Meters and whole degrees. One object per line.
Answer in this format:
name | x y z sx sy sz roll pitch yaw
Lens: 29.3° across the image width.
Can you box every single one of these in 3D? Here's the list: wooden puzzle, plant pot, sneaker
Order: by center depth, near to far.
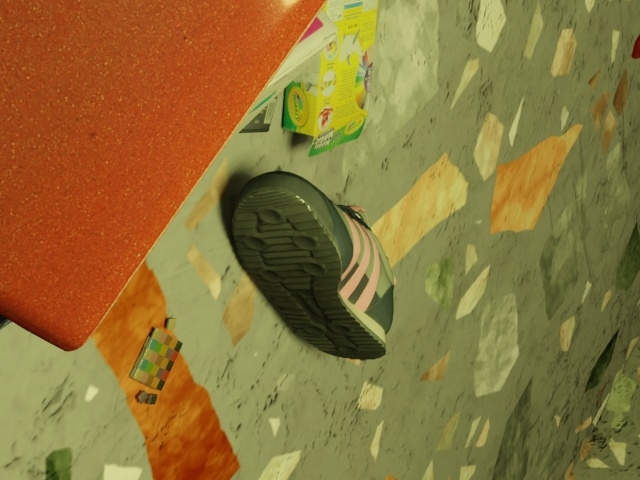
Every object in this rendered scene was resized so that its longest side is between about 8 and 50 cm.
plant pot | -0.188 -0.149 0.621 0.235 0.267 0.267 28 101 -41
wooden puzzle | -0.149 0.109 1.115 0.083 0.006 0.049 -66 150 -11
sneaker | 0.000 0.000 1.237 0.319 0.112 0.131 64 35 -55

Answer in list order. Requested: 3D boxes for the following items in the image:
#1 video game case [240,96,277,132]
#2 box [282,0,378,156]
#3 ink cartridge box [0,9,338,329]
video game case | -0.033 -0.226 1.029 0.196 0.026 0.274 -45 148 -82
box | 0.011 -0.177 1.197 0.105 0.043 0.179 -25 124 -53
ink cartridge box | -0.135 -0.050 0.869 0.186 0.065 0.311 -42 -179 -43
